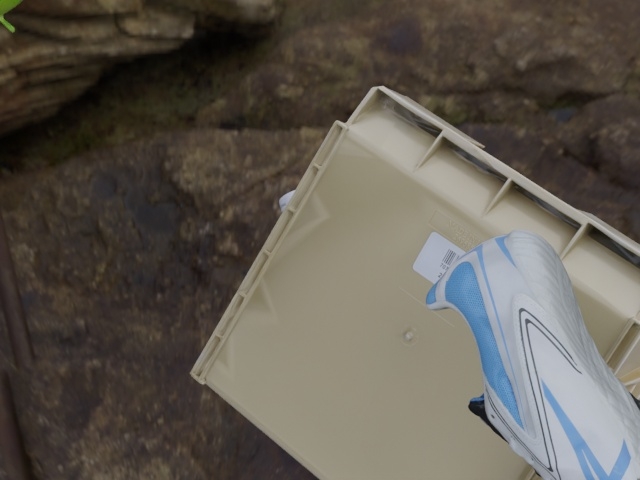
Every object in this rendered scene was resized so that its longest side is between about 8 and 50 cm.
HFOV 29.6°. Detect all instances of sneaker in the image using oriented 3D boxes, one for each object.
[{"bbox_3d":[0.141,0.109,0.683,0.086,0.085,0.237,-33,77,29],"label":"sneaker"}]

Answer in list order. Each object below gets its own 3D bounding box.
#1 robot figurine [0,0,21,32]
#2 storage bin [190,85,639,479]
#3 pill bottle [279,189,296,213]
[{"bbox_3d":[-0.162,-0.151,0.542,0.101,0.067,0.115,2,102,6],"label":"robot figurine"},{"bbox_3d":[0.085,0.066,0.860,0.262,0.123,0.260,36,103,25],"label":"storage bin"},{"bbox_3d":[0.000,0.000,1.584,0.078,0.078,0.137,-15,82,-11],"label":"pill bottle"}]
